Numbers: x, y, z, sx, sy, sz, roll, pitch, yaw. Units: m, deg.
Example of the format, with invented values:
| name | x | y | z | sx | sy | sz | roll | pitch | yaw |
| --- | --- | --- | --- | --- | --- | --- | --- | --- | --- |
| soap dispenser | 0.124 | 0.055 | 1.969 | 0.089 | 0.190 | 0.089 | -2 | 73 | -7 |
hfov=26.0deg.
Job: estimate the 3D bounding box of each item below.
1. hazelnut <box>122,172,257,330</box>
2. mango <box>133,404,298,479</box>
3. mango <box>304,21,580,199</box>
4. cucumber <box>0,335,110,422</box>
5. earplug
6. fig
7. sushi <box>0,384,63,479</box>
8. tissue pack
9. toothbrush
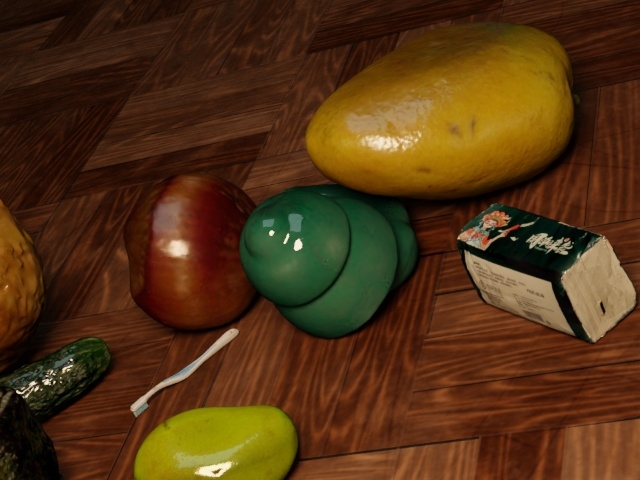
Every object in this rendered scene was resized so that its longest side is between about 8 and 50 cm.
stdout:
| name | x | y | z | sx | sy | sz | roll | pitch | yaw |
| --- | --- | --- | --- | --- | --- | --- | --- | --- | --- |
| hazelnut | -0.146 | 0.004 | 1.657 | 0.178 | 0.178 | 0.204 | -16 | 30 | 13 |
| mango | -0.104 | 0.216 | 1.362 | 0.163 | 0.089 | 0.117 | -14 | 30 | 15 |
| mango | 0.147 | -0.154 | 1.657 | 0.365 | 0.182 | 0.253 | -15 | 27 | -29 |
| cucumber | -0.350 | 0.186 | 1.606 | 0.241 | 0.074 | 0.074 | -28 | 29 | -14 |
| earplug | 0.003 | -0.008 | 1.587 | 0.164 | 0.280 | 0.257 | -33 | 61 | 23 |
| fig | -0.448 | 0.070 | 1.697 | 0.286 | 0.368 | 0.286 | -2 | 77 | 11 |
| sushi | -0.386 | 0.296 | 1.346 | 0.211 | 0.170 | 0.350 | -6 | 32 | 31 |
| tissue pack | 0.229 | 0.030 | 1.429 | 0.090 | 0.103 | 0.170 | -43 | 34 | -20 |
| toothbrush | -0.154 | 0.147 | 1.586 | 0.162 | 0.017 | 0.014 | -39 | 39 | -27 |
